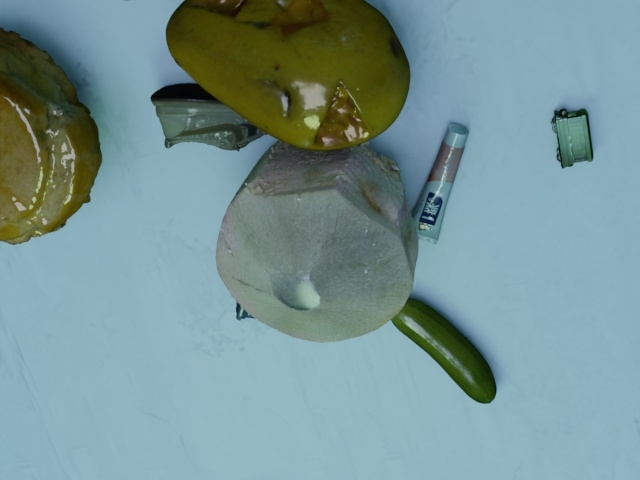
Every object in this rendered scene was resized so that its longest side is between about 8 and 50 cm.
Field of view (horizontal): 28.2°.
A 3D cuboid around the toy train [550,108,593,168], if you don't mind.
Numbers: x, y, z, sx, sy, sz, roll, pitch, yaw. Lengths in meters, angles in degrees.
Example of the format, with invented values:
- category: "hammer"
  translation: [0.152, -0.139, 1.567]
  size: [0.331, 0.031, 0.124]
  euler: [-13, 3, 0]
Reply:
- category: "toy train"
  translation: [0.380, -0.156, 1.927]
  size: [0.056, 0.038, 0.093]
  euler: [-9, 113, 11]

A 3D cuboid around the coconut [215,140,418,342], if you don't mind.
- category: "coconut"
  translation: [0.000, 0.000, 1.910]
  size: [0.298, 0.309, 0.297]
  euler: [4, 118, 7]

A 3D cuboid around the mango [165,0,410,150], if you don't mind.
- category: "mango"
  translation: [-0.048, -0.260, 1.841]
  size: [0.365, 0.253, 0.182]
  euler: [16, 142, 10]

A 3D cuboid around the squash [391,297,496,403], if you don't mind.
- category: "squash"
  translation: [0.203, 0.172, 2.096]
  size: [0.258, 0.069, 0.069]
  euler: [44, 114, -12]

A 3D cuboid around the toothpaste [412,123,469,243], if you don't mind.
- category: "toothpaste"
  translation: [0.185, -0.086, 1.997]
  size: [0.056, 0.036, 0.205]
  euler: [18, 121, 2]

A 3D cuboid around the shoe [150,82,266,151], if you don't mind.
- category: "shoe"
  translation: [-0.125, -0.186, 1.969]
  size: [0.275, 0.103, 0.098]
  euler: [4, 117, 14]

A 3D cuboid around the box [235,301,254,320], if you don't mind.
- category: "box"
  translation: [-0.103, 0.082, 2.107]
  size: [0.054, 0.074, 0.099]
  euler: [11, 117, -11]

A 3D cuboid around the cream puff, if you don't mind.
- category: "cream puff"
  translation: [-0.482, -0.164, 1.965]
  size: [0.343, 0.231, 0.327]
  euler: [7, 111, 14]
